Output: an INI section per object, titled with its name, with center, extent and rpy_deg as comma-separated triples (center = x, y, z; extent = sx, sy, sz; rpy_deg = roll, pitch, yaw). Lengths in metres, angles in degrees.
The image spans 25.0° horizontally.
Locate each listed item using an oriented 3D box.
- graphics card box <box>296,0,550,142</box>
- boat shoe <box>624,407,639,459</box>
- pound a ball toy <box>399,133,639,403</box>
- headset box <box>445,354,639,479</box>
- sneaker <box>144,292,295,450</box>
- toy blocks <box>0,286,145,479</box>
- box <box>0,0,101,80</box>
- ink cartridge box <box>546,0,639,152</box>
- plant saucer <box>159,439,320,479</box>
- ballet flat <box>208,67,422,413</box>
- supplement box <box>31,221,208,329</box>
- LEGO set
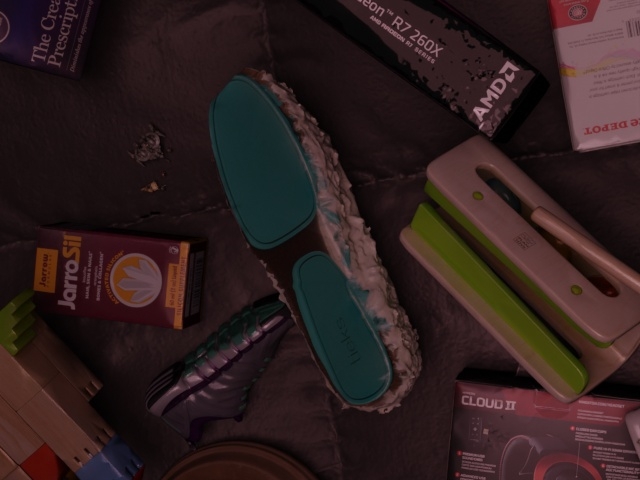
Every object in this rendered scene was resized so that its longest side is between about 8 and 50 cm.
[graphics card box]
center = 0.069, -0.243, 1.540
extent = 0.371, 0.233, 0.094
rpy_deg = 38, 99, 8
[boat shoe]
center = 0.374, 0.266, 1.499
extent = 0.076, 0.083, 0.226
rpy_deg = -13, 102, 21
[pound a ball toy]
center = 0.253, 0.013, 1.503
extent = 0.319, 0.136, 0.208
rpy_deg = 45, 144, 22
[headset box]
center = 0.249, 0.270, 1.591
extent = 0.218, 0.110, 0.293
rpy_deg = 5, 94, 11
[sneaker]
center = -0.095, 0.152, 1.686
extent = 0.224, 0.083, 0.098
rpy_deg = -36, 109, 13
[toy blocks]
center = -0.373, 0.259, 1.693
extent = 0.381, 0.191, 0.261
rpy_deg = -40, 96, 23
[box]
center = -0.335, -0.333, 1.646
extent = 0.184, 0.103, 0.261
rpy_deg = 13, 96, -19
[ink cartridge box]
center = 0.324, -0.191, 1.571
extent = 0.127, 0.072, 0.175
rpy_deg = -9, 91, 11
[plant saucer]
center = -0.098, 0.373, 1.677
extent = 0.278, 0.041, 0.277
rpy_deg = 0, 89, 22
[ballet flat]
center = 0.000, 0.000, 1.621
extent = 0.147, 0.147, 0.409
rpy_deg = -24, 87, 12
[supplement box]
center = -0.235, 0.040, 1.693
extent = 0.188, 0.081, 0.104
rpy_deg = 6, 94, 11
[LEGO set]
center = -0.201, -0.098, 1.708
extent = 0.054, 0.023, 0.083
rpy_deg = -21, 89, 12
